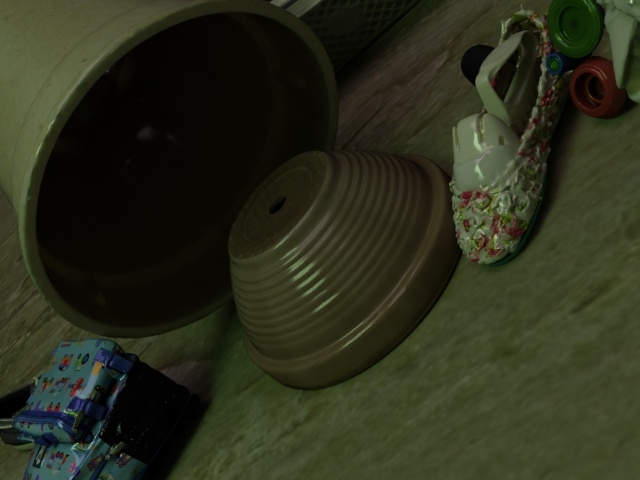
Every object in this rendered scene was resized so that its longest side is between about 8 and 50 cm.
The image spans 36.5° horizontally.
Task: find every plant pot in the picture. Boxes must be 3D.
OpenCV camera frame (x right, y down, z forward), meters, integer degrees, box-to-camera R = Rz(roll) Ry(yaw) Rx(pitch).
[{"bbox_3d":[0.000,0.000,0.836,0.237,0.110,0.237,-35,30,23],"label":"plant pot"},{"bbox_3d":[-0.207,-0.126,0.941,0.305,0.334,0.334,37,85,35],"label":"plant pot"}]

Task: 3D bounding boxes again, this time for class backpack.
[{"bbox_3d":[-0.218,0.190,0.905,0.158,0.117,0.173,-4,54,55],"label":"backpack"}]

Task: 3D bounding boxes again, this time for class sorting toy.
[{"bbox_3d":[0.210,-0.145,0.748,0.042,0.102,0.061,-22,10,-30],"label":"sorting toy"}]

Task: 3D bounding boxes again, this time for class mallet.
[{"bbox_3d":[0.211,-0.199,0.868,0.189,0.039,0.062,-37,28,13],"label":"mallet"}]

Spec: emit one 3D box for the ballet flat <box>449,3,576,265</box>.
[{"bbox_3d":[0.144,-0.092,0.778,0.091,0.077,0.241,-16,42,46],"label":"ballet flat"}]

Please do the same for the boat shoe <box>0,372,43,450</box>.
[{"bbox_3d":[-0.308,0.185,1.095,0.206,0.065,0.075,-26,35,37],"label":"boat shoe"}]

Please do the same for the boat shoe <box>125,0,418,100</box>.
[{"bbox_3d":[-0.058,-0.272,1.161,0.500,0.187,0.156,-37,60,11],"label":"boat shoe"}]

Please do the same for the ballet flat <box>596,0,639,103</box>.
[{"bbox_3d":[0.250,-0.120,0.615,0.147,0.147,0.409,-39,28,18],"label":"ballet flat"}]
